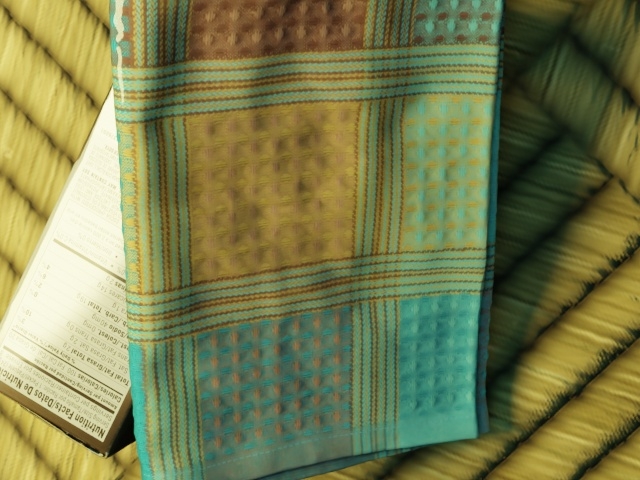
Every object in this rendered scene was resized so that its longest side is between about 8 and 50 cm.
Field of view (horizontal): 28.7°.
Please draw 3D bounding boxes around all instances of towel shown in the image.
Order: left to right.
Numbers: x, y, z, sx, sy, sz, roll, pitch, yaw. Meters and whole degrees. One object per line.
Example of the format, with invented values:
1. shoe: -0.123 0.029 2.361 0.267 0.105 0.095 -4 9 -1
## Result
1. towel: 0.000 0.000 0.840 0.271 0.040 0.370 -9 115 -20

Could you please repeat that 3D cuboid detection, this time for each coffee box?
1. coffee box: -0.113 -0.009 0.925 0.118 0.168 0.297 29 102 9
